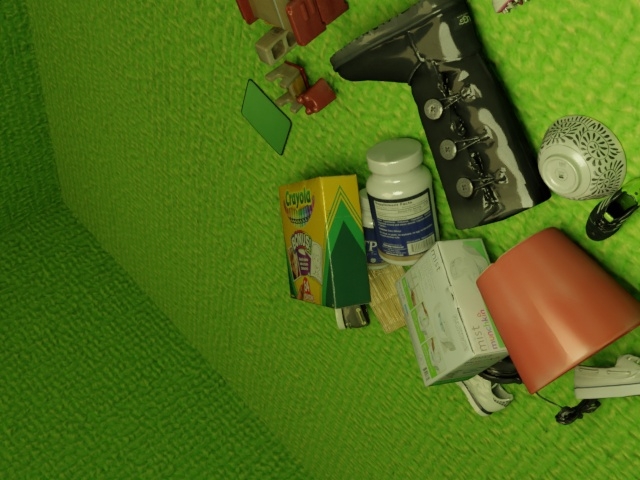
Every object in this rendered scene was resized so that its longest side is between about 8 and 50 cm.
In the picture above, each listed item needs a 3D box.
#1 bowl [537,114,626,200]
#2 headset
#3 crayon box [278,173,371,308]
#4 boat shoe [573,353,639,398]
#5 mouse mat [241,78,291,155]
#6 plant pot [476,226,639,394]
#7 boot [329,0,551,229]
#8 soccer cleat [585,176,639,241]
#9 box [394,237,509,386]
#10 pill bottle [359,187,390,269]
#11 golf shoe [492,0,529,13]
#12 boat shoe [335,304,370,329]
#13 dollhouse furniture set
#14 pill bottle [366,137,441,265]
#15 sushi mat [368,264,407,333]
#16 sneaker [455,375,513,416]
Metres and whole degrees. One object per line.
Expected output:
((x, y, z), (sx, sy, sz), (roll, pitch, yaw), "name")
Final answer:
((0.455, -0.134, 1.353), (0.170, 0.080, 0.170), (34, 143, 31), "bowl")
((0.456, 0.230, 1.674), (0.394, 0.185, 0.243), (61, 149, 24), "headset")
((0.000, 0.000, 1.915), (0.363, 0.106, 0.313), (180, 82, -71), "crayon box")
((0.617, 0.267, 1.486), (0.258, 0.095, 0.084), (-18, 70, 45), "boat shoe")
((-0.154, -0.343, 2.088), (0.190, 0.007, 0.153), (49, 148, 16), "mouse mat")
((0.451, 0.124, 1.449), (0.243, 0.275, 0.275), (58, 151, 19), "plant pot")
((0.228, -0.233, 1.509), (0.367, 0.146, 0.445), (-14, 105, 57), "boot")
((0.523, -0.049, 1.341), (0.060, 0.072, 0.179), (48, 148, 15), "soccer cleat")
((0.291, 0.160, 1.650), (0.231, 0.126, 0.262), (125, 135, -55), "box")
((0.132, -0.032, 1.860), (0.112, 0.112, 0.187), (27, 127, 40), "pill bottle")
((0.338, -0.491, 1.164), (0.140, 0.115, 0.306), (56, 148, 7), "golf shoe")
((0.081, 0.105, 2.087), (0.091, 0.109, 0.305), (-4, 108, 11), "boat shoe")
((-0.039, -0.459, 1.725), (0.201, 0.152, 0.374), (33, 159, 34), "dollhouse furniture set")
((0.187, -0.088, 1.701), (0.153, 0.153, 0.265), (21, 133, 45), "pill bottle")
((0.161, 0.095, 1.987), (0.151, 0.019, 0.317), (-24, 99, 36), "sushi mat")
((0.387, 0.329, 1.886), (0.235, 0.090, 0.095), (50, 136, 5), "sneaker")
